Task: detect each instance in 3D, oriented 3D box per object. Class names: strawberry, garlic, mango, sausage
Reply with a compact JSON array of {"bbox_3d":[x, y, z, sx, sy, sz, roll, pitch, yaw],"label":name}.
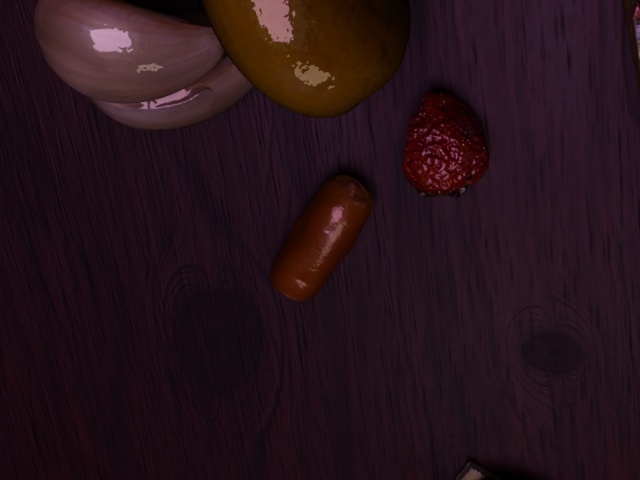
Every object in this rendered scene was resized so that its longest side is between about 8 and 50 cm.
[{"bbox_3d":[0.186,-0.138,1.376,0.131,0.131,0.148,12,114,7],"label":"strawberry"},{"bbox_3d":[-0.252,-0.276,1.351,0.313,0.249,0.286,25,152,4],"label":"garlic"},{"bbox_3d":[-0.049,-0.376,1.231,0.220,0.301,0.445,-17,110,49],"label":"mango"},{"bbox_3d":[0.000,0.000,1.495,0.098,0.098,0.238,32,117,-3],"label":"sausage"}]

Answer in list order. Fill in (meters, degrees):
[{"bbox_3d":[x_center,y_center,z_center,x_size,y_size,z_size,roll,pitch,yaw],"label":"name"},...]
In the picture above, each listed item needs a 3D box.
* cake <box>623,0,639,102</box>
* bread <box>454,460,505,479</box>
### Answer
[{"bbox_3d":[0.450,-0.226,1.282,0.090,0.109,0.225,-29,105,23],"label":"cake"},{"bbox_3d":[0.310,0.448,1.656,0.153,0.028,0.068,30,116,-2],"label":"bread"}]
